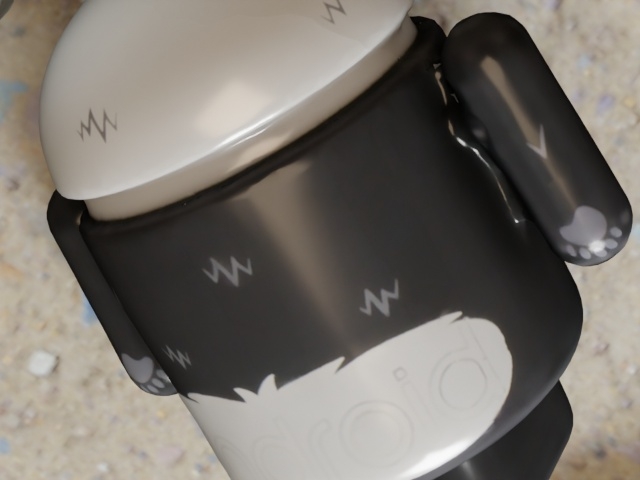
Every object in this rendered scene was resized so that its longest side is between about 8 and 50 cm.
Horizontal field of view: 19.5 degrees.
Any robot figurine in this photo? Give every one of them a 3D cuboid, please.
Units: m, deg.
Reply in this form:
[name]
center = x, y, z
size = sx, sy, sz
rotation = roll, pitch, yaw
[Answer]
[robot figurine]
center = 0.002, -0.002, 0.772
size = 0.209, 0.173, 0.278
rotation = -31, 106, -3

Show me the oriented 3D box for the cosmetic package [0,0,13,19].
[cosmetic package]
center = -0.171, -0.166, 0.704
size = 0.151, 0.183, 0.151
rotation = 25, 106, -9
